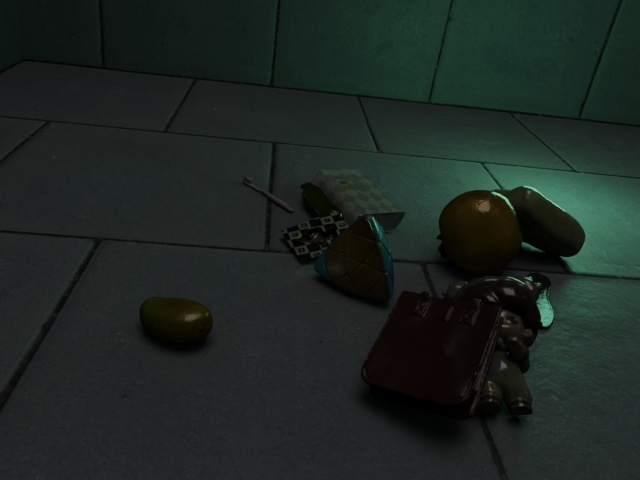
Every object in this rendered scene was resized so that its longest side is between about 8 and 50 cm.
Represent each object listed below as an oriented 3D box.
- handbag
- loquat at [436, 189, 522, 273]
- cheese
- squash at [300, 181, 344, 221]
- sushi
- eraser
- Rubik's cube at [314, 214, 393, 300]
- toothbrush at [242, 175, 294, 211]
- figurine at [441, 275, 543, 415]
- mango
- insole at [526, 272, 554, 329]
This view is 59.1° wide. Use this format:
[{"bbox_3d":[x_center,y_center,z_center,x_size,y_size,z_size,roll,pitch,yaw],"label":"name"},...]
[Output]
[{"bbox_3d":[0.249,0.240,1.247,0.260,0.084,0.275,3,47,35],"label":"handbag"},{"bbox_3d":[0.497,-0.022,1.786,0.274,0.275,0.275,6,29,-3],"label":"loquat"},{"bbox_3d":[0.732,-0.053,1.979,0.328,0.130,0.351,33,-10,-11],"label":"cheese"},{"bbox_3d":[-0.006,-0.135,2.022,0.087,0.087,0.331,-5,31,-22],"label":"squash"},{"bbox_3d":[0.000,0.000,1.812,0.210,0.040,0.193,-19,41,-18],"label":"sushi"},{"bbox_3d":[0.122,-0.154,2.088,0.213,0.082,0.397,-4,31,-22],"label":"eraser"},{"bbox_3d":[0.158,0.075,1.635,0.254,0.254,0.254,6,29,-3],"label":"Rubik's cube"},{"bbox_3d":[-0.196,-0.175,2.098,0.025,0.030,0.307,-11,34,-43],"label":"toothbrush"},{"bbox_3d":[0.427,0.239,1.363,0.248,0.203,0.381,-9,42,18],"label":"figurine"},{"bbox_3d":[-0.349,0.186,1.351,0.194,0.092,0.130,20,32,29],"label":"mango"},{"bbox_3d":[0.655,0.176,1.703,0.110,0.012,0.309,17,31,18],"label":"insole"}]
